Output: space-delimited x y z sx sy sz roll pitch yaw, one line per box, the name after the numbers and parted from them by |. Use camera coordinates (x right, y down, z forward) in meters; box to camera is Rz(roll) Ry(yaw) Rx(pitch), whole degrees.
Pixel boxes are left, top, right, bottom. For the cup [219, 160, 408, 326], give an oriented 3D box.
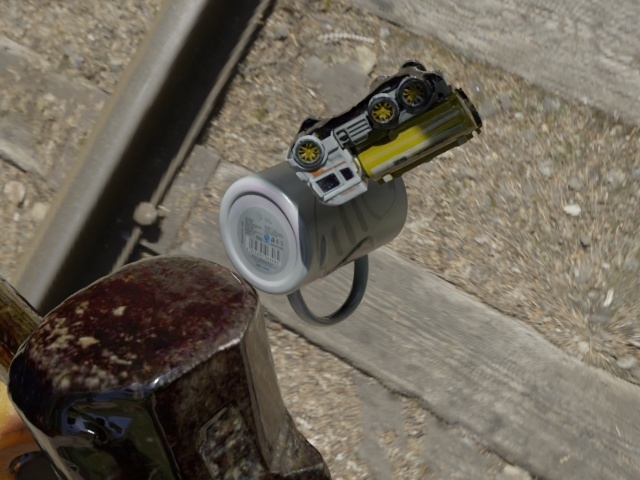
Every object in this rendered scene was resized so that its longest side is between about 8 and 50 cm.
0.005 -0.006 0.777 0.099 0.133 0.136 -36 83 44 | cup

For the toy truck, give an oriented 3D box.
0.041 -0.069 0.633 0.123 0.052 0.063 -28 110 16 | toy truck

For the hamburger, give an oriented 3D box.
-0.342 0.222 1.164 0.236 0.237 0.147 -33 46 10 | hamburger

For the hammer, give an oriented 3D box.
-0.148 0.079 0.518 0.095 0.243 0.408 -37 40 -28 | hammer
